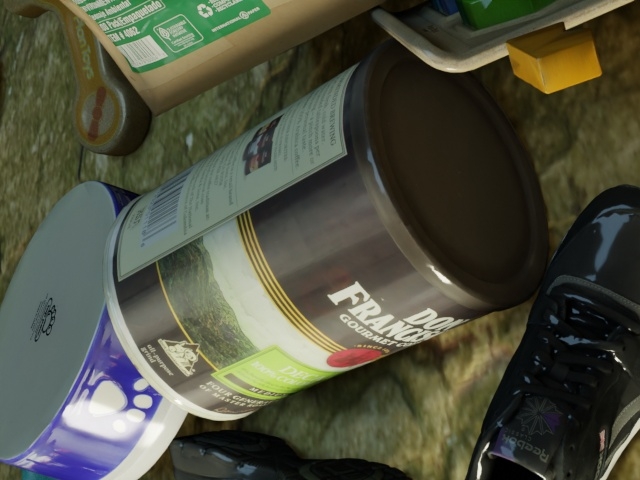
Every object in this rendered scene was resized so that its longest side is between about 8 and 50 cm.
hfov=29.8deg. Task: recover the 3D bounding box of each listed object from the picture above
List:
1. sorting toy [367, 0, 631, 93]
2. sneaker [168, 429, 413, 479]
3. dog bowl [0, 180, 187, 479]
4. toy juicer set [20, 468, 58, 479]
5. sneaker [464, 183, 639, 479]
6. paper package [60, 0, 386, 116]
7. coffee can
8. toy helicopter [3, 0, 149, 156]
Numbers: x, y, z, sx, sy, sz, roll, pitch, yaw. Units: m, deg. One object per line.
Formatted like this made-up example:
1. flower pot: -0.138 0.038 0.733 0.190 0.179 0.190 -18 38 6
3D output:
1. sorting toy: 0.155 -0.156 0.708 0.307 0.229 0.041 -110 1 -72
2. sneaker: -0.019 0.232 0.956 0.286 0.109 0.130 4 92 52
3. dog bowl: -0.202 0.084 1.082 0.265 0.104 0.265 -36 43 43
4. toy juicer set: -0.268 0.319 1.173 0.329 0.089 0.209 45 125 29
5. sneaker: 0.162 0.104 0.772 0.107 0.124 0.283 22 101 20
6. paper package: -0.016 -0.286 0.899 0.325 0.168 0.309 -18 33 39
7. coffee can: 0.000 0.000 0.901 0.275 0.201 0.201 -27 65 37
8. toy helicopter: -0.230 -0.263 1.235 0.235 0.140 0.355 -19 81 29
